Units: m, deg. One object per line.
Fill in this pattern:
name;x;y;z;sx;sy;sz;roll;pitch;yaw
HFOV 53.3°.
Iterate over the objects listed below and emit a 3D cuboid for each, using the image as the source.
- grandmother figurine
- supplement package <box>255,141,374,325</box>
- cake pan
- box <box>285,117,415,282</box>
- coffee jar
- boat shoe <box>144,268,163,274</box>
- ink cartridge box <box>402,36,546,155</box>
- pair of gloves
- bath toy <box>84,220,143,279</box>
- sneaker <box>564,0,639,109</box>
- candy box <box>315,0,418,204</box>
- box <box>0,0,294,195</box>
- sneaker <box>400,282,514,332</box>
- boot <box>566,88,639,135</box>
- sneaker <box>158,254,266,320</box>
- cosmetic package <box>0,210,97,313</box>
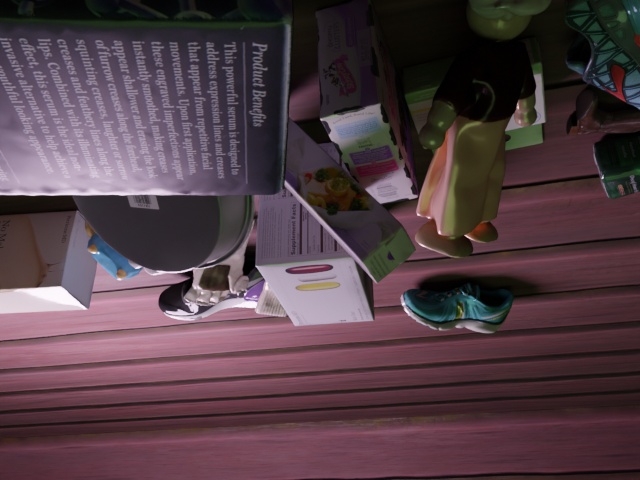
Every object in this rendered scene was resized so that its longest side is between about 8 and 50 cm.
grandmother figurine;0.180;-0.150;0.726;0.104;0.208;0.342;23;124;29
supplement package;0.000;0.000;1.042;0.145;0.203;0.262;-5;152;10
cake pan;-0.230;-0.075;0.868;0.293;0.054;0.293;13;125;19
box;-0.012;-0.080;0.795;0.063;0.324;0.067;-40;145;-3
coffee jar;0.507;-0.126;0.939;0.185;0.079;0.096;-16;149;27
boat shoe;-0.257;0.031;1.260;0.184;0.066;0.063;-20;176;14
ink cartridge box;0.224;-0.167;0.890;0.171;0.056;0.235;-10;149;17
pair of gloves;-0.123;0.058;1.229;0.240;0.042;0.204;16;117;-29
bath toy;-0.242;-0.074;0.991;0.348;0.129;0.151;-33;101;38
sneaker;0.363;-0.226;0.759;0.125;0.104;0.262;1;154;37
candy box;0.059;-0.161;0.777;0.070;0.164;0.196;-11;151;16
box;-0.225;-0.211;0.524;0.396;0.293;0.212;-1;153;-7
sneaker;0.311;0.135;1.449;0.276;0.107;0.110;5;133;-20
boot;0.412;-0.178;0.884;0.114;0.037;0.106;1;166;5
sneaker;-0.220;0.082;1.338;0.284;0.107;0.124;-11;137;11
cosmetic package;-0.582;0.045;1.174;0.310;0.160;0.113;-5;151;6
